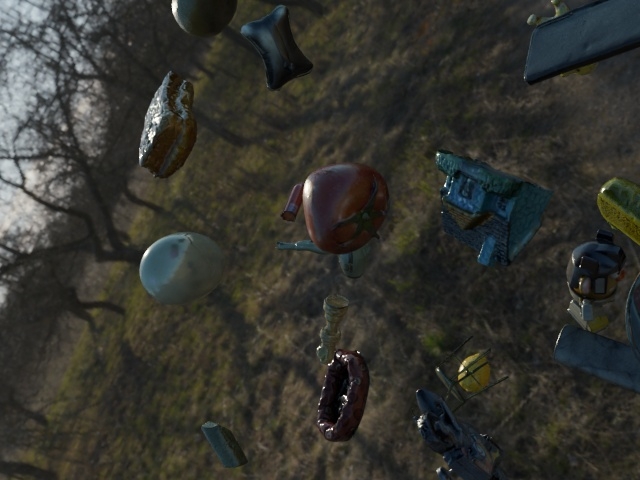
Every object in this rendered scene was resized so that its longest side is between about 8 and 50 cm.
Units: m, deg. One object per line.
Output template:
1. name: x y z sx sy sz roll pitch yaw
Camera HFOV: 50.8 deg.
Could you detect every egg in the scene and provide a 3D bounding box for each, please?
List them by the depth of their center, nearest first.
1. egg: -0.285 0.056 1.423 0.151 0.151 0.209 -52 -16 31

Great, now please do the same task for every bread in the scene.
1. bread: -0.288 -0.216 1.268 0.139 0.077 0.271 -55 27 19
2. bread: 0.878 -0.027 1.709 0.112 0.166 0.383 -40 54 -4

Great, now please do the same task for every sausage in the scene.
1. sausage: -0.075 -0.121 2.000 0.050 0.048 0.145 -26 34 42

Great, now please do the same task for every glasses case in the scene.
1. glasses case: 0.769 0.319 1.768 0.299 0.060 0.114 18 92 43

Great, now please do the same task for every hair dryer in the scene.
1. hair dryer: 0.021 -0.024 1.859 0.092 0.267 0.229 -68 -3 -55

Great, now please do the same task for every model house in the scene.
1. model house: 0.392 -0.078 1.708 0.261 0.226 0.240 35 113 47

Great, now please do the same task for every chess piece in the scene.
1. chess piece: 0.024 0.209 1.537 0.060 0.060 0.171 -98 16 -62

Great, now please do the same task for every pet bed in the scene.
1. pet bed: 0.047 0.318 1.386 0.201 0.054 0.201 -165 90 -73

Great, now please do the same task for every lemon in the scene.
1. lemon: 0.565 0.484 2.465 0.114 0.114 0.155 -30 32 60

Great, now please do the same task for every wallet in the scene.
1. wallet: 0.604 -0.459 1.492 0.318 0.045 0.172 -11 57 50

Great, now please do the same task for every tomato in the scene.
1. tomato: 0.039 -0.065 1.169 0.167 0.167 0.167 -53 19 27

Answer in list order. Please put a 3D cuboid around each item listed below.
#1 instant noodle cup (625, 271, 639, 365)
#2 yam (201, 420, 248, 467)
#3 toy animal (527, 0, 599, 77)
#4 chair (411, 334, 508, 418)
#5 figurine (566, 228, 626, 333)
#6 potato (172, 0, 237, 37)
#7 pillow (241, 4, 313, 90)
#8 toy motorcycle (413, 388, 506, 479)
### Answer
1. instant noodle cup: 0.661 0.127 1.033 0.296 0.214 0.296 -23 59 47
2. yam: -0.254 0.541 1.791 0.070 0.146 0.069 -31 -12 -8
3. toy animal: 0.665 -0.553 1.838 0.121 0.169 0.233 -41 45 37
4. chair: 0.427 0.471 2.185 0.326 0.159 0.170 -37 21 -5
5. figurine: 0.739 0.104 1.816 0.143 0.308 0.308 -4 45 17
6. potato: -0.278 -0.584 1.609 0.235 0.160 0.177 123 133 -71
7. pillow: -0.077 -0.348 1.228 0.091 0.135 0.055 -18 28 21
8. toy motorcycle: 0.325 0.470 1.518 0.108 0.307 0.173 -41 14 20
